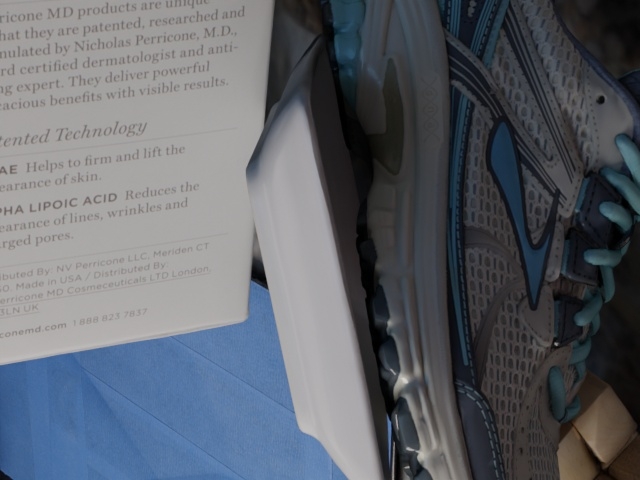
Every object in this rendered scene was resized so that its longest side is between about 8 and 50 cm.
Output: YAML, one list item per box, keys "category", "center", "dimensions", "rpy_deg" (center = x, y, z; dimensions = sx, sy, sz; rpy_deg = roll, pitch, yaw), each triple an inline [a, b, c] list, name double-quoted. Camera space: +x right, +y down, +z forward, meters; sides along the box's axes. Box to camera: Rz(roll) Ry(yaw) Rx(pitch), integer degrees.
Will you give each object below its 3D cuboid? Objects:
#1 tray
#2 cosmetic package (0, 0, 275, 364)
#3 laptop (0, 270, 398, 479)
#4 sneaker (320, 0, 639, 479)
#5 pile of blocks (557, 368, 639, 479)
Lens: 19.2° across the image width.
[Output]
- category: "tray"
  center: [0.000, 0.000, 0.743]
  dimensions: [0.270, 0.030, 0.145]
  rpy_deg: [-82, -20, -79]
- category: "cosmetic package"
  center: [-0.122, -0.163, 0.832]
  dimensions: [0.217, 0.156, 0.385]
  rpy_deg: [-132, 39, -51]
- category: "laptop"
  center: [-0.166, 0.207, 1.032]
  dimensions: [0.382, 0.408, 0.236]
  rpy_deg: [27, 160, 45]
- category: "sneaker"
  center: [0.073, -0.010, 0.670]
  dimensions: [0.110, 0.122, 0.283]
  rpy_deg: [65, -164, -80]
- category: "pile of blocks"
  center: [0.077, 0.219, 0.777]
  dimensions: [0.112, 0.149, 0.362]
  rpy_deg: [37, 132, 39]
